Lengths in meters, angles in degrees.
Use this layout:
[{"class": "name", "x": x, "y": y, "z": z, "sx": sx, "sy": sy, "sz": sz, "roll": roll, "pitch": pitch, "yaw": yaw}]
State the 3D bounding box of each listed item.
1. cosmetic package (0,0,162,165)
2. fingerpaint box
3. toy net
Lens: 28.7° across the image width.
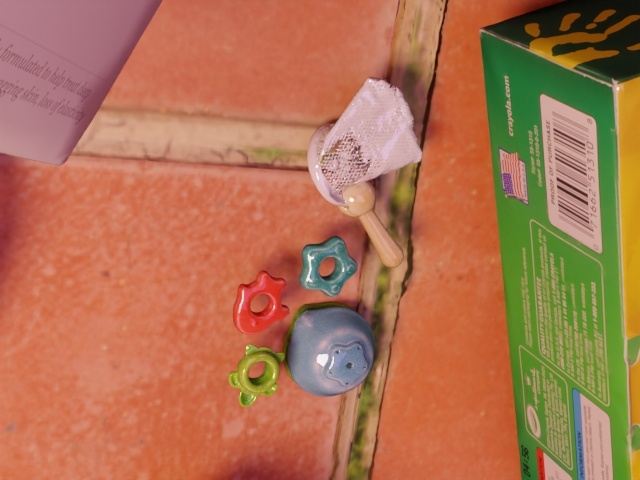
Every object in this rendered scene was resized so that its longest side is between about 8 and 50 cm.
[{"class": "cosmetic package", "x": -0.248, "y": -0.194, "z": 0.488, "sx": 0.385, "sy": 0.217, "sz": 0.156, "roll": 33, "pitch": 92, "yaw": 7}, {"class": "fingerpaint box", "x": 0.328, "y": 0.016, "z": 0.930, "sx": 0.371, "sy": 0.163, "sz": 0.445, "roll": -20, "pitch": 120, "yaw": -18}, {"class": "toy net", "x": 0.000, "y": 0.000, "z": 0.859, "sx": 0.122, "sy": 0.045, "sz": 0.232, "roll": 5, "pitch": 102, "yaw": -24}]
